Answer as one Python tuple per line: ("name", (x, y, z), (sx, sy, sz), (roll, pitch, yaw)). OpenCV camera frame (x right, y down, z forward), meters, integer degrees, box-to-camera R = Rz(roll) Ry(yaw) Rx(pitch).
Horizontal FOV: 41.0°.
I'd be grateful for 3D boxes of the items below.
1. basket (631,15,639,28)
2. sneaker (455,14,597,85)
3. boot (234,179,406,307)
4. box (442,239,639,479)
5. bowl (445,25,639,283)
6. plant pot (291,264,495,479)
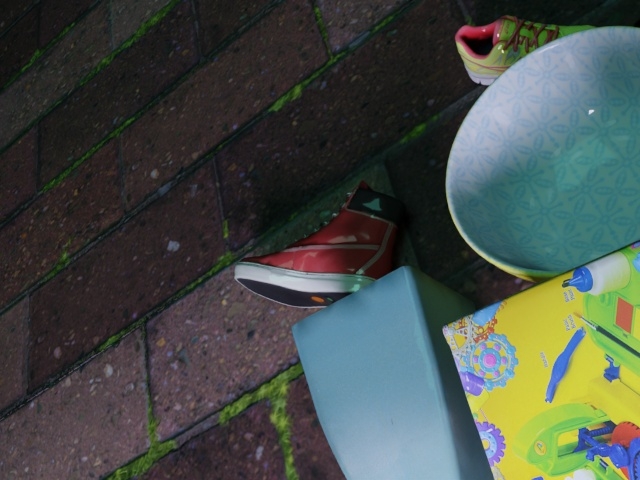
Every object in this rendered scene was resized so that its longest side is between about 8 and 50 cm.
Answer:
("basket", (0.470, -0.295, 0.917), (0.204, 0.154, 0.227), (15, 72, 43))
("sneaker", (0.263, -0.250, 1.107), (0.208, 0.094, 0.082), (2, 65, 40))
("boot", (0.000, 0.000, 1.195), (0.244, 0.088, 0.176), (1, 65, 33))
("box", (0.288, 0.154, 0.646), (0.279, 0.177, 0.290), (-27, 67, 27))
("bowl", (0.296, -0.064, 0.917), (0.289, 0.156, 0.290), (-21, 52, 30))
("plant pot", (0.100, 0.185, 0.944), (0.165, 0.165, 0.234), (-30, 57, 25))
